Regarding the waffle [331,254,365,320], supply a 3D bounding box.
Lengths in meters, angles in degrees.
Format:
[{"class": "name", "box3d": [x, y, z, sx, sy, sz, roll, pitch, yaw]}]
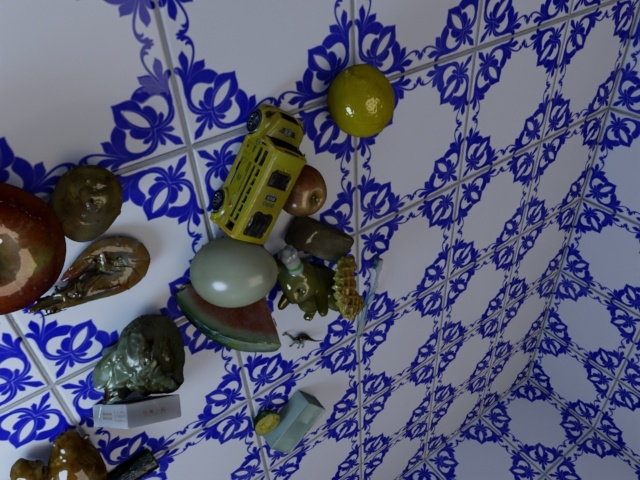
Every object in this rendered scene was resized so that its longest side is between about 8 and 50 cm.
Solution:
[{"class": "waffle", "box3d": [0.091, 0.147, 1.578, 0.149, 0.051, 0.194, -48, 126, -48]}]

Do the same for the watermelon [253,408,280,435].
[{"class": "watermelon", "box3d": [-0.204, 0.664, 1.897, 0.105, 0.062, 0.106, -17, 128, -23]}]

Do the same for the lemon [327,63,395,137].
[{"class": "lemon", "box3d": [0.104, -0.368, 1.348, 0.178, 0.178, 0.203, -46, 140, -5]}]

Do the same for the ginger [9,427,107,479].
[{"class": "ginger", "box3d": [-0.726, 0.682, 1.399, 0.274, 0.152, 0.358, 31, 96, -28]}]

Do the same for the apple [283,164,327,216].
[{"class": "apple", "box3d": [-0.052, -0.134, 1.406, 0.146, 0.131, 0.147, -30, 142, -26]}]

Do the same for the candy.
[{"class": "candy", "box3d": [0.000, 0.000, 1.575, 0.233, 0.102, 0.104, 19, 105, -49]}]

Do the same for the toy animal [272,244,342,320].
[{"class": "toy animal", "box3d": [-0.058, 0.139, 1.559, 0.362, 0.180, 0.181, 26, 65, -53]}]

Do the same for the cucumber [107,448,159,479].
[{"class": "cucumber", "box3d": [-0.612, 0.744, 1.597, 0.211, 0.062, 0.078, -31, 135, -21]}]

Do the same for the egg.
[{"class": "egg", "box3d": [-0.226, 0.084, 1.342, 0.186, 0.241, 0.186, 4, 90, -69]}]

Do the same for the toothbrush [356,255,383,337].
[{"class": "toothbrush", "box3d": [0.186, 0.227, 1.946, 0.040, 0.040, 0.387, -14, 127, -34]}]

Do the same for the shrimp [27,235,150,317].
[{"class": "shrimp", "box3d": [-0.536, 0.079, 1.191, 0.287, 0.063, 0.152, -25, 130, -31]}]

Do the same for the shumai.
[{"class": "shumai", "box3d": [-0.483, 0.315, 1.353, 0.218, 0.189, 0.256, -20, 140, -2]}]

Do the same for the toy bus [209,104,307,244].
[{"class": "toy bus", "box3d": [-0.142, -0.162, 1.298, 0.145, 0.151, 0.331, 15, 109, -44]}]

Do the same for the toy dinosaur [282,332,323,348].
[{"class": "toy dinosaur", "box3d": [-0.067, 0.357, 1.819, 0.180, 0.037, 0.058, 12, 115, -44]}]

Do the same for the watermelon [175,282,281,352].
[{"class": "watermelon", "box3d": [-0.245, 0.202, 1.456, 0.309, 0.232, 0.193, 11, 123, 4]}]

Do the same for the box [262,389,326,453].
[{"class": "box", "box3d": [-0.104, 0.704, 1.996, 0.225, 0.086, 0.129, -50, 138, -1]}]

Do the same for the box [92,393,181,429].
[{"class": "box", "box3d": [-0.499, 0.461, 1.385, 0.149, 0.233, 0.067, 6, 72, -43]}]

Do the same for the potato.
[{"class": "potato", "box3d": [-0.488, -0.082, 1.077, 0.176, 0.137, 0.137, -42, 142, 22]}]

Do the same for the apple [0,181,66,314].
[{"class": "apple", "box3d": [-0.626, 0.009, 0.956, 0.271, 0.206, 0.252, -14, 112, -32]}]
